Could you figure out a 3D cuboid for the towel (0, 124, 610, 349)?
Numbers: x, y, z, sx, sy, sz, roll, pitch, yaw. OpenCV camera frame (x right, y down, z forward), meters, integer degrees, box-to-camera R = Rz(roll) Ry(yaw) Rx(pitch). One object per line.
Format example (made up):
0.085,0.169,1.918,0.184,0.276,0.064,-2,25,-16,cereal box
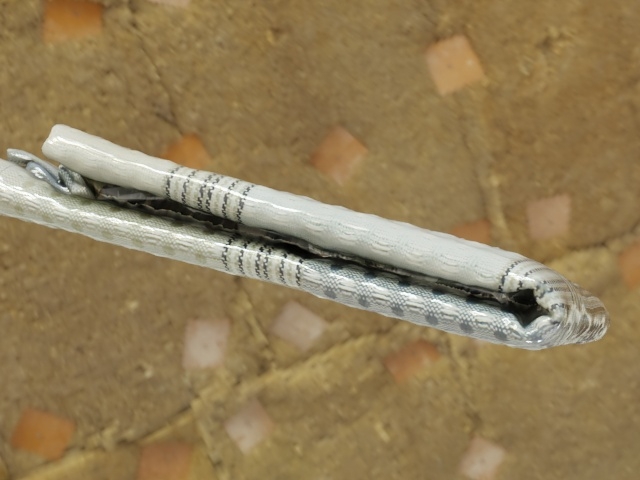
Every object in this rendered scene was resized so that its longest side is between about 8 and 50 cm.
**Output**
0.000,0.000,0.890,0.324,0.312,0.056,13,-89,16,towel
